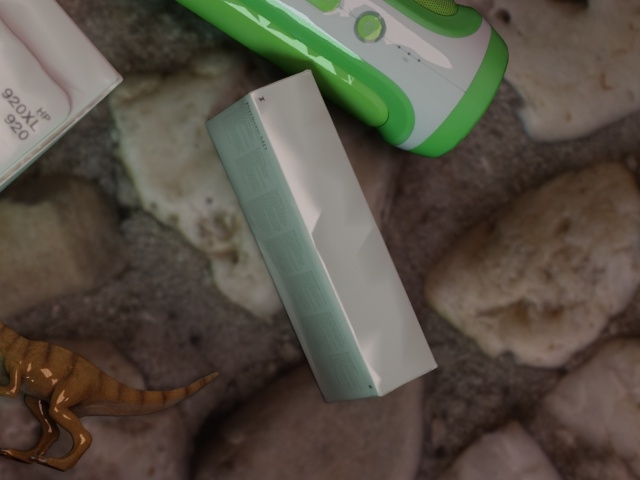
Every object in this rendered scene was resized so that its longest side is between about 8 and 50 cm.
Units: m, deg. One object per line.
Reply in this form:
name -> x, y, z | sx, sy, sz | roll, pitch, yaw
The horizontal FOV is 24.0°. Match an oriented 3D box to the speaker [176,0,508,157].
speaker -> -0.006, -0.184, 1.136 | 0.296, 0.131, 0.131 | 32, 71, -15

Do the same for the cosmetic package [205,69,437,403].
cosmetic package -> 0.000, 0.000, 1.132 | 0.060, 0.099, 0.239 | -24, 92, -23

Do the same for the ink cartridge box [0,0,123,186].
ink cartridge box -> -0.268, -0.090, 0.959 | 0.171, 0.232, 0.168 | 48, 66, -8

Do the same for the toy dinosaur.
toy dinosaur -> -0.173, 0.108, 1.063 | 0.211, 0.064, 0.112 | 23, 73, -18
